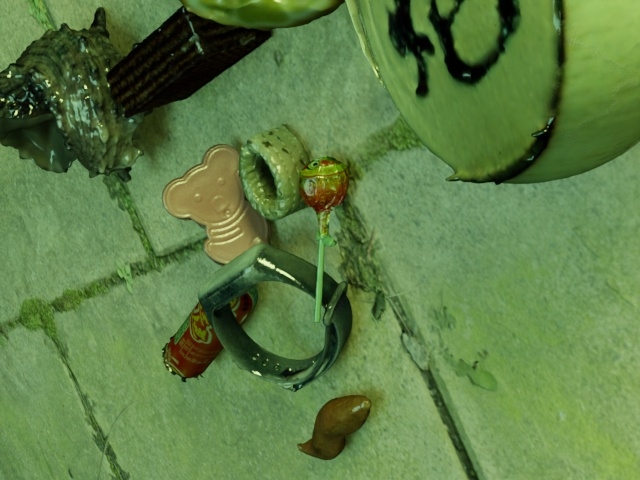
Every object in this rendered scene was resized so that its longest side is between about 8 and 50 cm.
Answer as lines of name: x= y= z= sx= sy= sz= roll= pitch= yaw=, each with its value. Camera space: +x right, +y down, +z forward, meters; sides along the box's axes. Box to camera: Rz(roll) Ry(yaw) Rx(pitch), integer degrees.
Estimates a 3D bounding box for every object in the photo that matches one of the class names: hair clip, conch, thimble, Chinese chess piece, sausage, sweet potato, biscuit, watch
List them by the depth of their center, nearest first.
Chinese chess piece: x=0.147 y=-0.216 z=0.898 sx=0.349 sy=0.147 sz=0.349 roll=52 pitch=152 yaw=43
thimble: x=-0.054 y=-0.083 z=1.362 sx=0.084 sy=0.062 sz=0.109 roll=8 pitch=117 yaw=45
biscuit: x=-0.172 y=-0.229 z=1.382 sx=0.252 sy=0.106 sz=0.070 roll=-21 pitch=93 yaw=53
watch: x=-0.049 y=0.098 z=1.417 sx=0.193 sy=0.068 sz=0.206 roll=44 pitch=134 yaw=-13
hair clip: x=-0.127 y=-0.038 z=1.446 sx=0.138 sy=0.123 sz=0.102 roll=53 pitch=171 yaw=23
sweet potato: x=0.022 y=0.244 z=1.477 sx=0.055 sy=0.058 sz=0.202 roll=18 pitch=145 yaw=-10
conch: x=-0.345 y=-0.186 z=1.589 sx=0.313 sy=0.186 sz=0.240 roll=-15 pitch=106 yaw=34
sausage: x=-0.152 y=0.114 z=1.595 sx=0.083 sy=0.083 sz=0.264 roll=55 pitch=142 yaw=13

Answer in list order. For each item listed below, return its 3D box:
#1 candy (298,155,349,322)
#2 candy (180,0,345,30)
candy: x=0.000 y=0.000 z=1.314 sx=0.060 sy=0.060 sz=0.200 roll=13 pitch=104 yaw=47
candy: x=-0.065 y=-0.326 z=1.088 sx=0.118 sy=0.260 sz=0.259 roll=-88 pitch=13 yaw=-44
